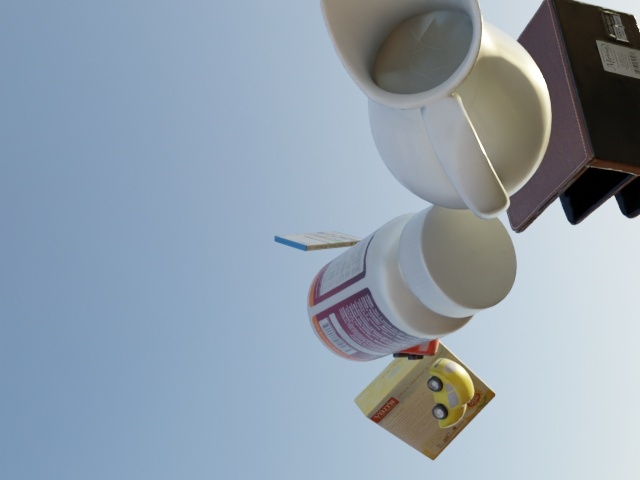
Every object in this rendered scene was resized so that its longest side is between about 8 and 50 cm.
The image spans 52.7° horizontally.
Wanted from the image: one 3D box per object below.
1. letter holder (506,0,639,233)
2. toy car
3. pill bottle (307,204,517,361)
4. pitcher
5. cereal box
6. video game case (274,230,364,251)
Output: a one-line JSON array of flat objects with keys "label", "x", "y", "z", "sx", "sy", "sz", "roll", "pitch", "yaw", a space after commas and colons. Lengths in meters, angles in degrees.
[{"label": "letter holder", "x": 0.374, "y": -0.169, "z": 0.965, "sx": 0.214, "sy": 0.152, "sz": 0.301, "roll": 119, "pitch": 154, "yaw": -57}, {"label": "toy car", "x": 0.183, "y": 0.123, "z": 0.928, "sx": 0.239, "sy": 0.053, "sz": 0.225, "roll": 57, "pitch": -137, "yaw": -35}, {"label": "pill bottle", "x": 0.081, "y": 0.044, "z": 0.635, "sx": 0.121, "sy": 0.221, "sz": 0.121, "roll": 9, "pitch": -112, "yaw": -23}, {"label": "pitcher", "x": 0.093, "y": -0.075, "z": 0.432, "sx": 0.207, "sy": 0.126, "sz": 0.177, "roll": 31, "pitch": -140, "yaw": -60}, {"label": "cereal box", "x": 0.188, "y": 0.272, "z": 1.119, "sx": 0.173, "sy": 0.047, "sz": 0.240, "roll": -46, "pitch": -51, "yaw": 1}, {"label": "video game case", "x": 0.000, "y": 0.000, "z": 1.411, "sx": 0.166, "sy": 0.119, "sz": 0.015, "roll": -6, "pitch": -77, "yaw": -37}]
